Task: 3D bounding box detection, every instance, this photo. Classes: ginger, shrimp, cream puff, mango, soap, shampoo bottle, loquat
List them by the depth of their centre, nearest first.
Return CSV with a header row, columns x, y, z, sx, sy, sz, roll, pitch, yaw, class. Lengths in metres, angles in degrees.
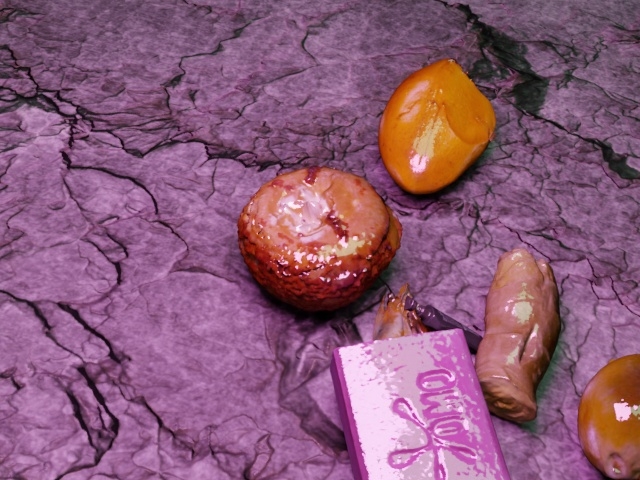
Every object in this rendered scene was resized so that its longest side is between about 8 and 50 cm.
x,y,z,sx,sy,sz,roll,pitch,yaw,class
0.124,0.244,1.167,0.181,0.081,0.259,-6,59,-9,soap
0.410,0.234,1.213,0.152,0.152,0.195,29,41,19,loquat
0.280,0.129,1.313,0.109,0.116,0.263,9,50,14,ginger
0.129,0.150,1.317,0.115,0.051,0.217,9,44,-9,shrimp
0.174,0.119,1.320,0.137,0.027,0.048,31,16,-25,shampoo bottle
0.000,-0.001,1.368,0.240,0.164,0.240,-6,44,6,cream puff
0.183,-0.178,1.587,0.187,0.138,0.257,38,53,2,mango
